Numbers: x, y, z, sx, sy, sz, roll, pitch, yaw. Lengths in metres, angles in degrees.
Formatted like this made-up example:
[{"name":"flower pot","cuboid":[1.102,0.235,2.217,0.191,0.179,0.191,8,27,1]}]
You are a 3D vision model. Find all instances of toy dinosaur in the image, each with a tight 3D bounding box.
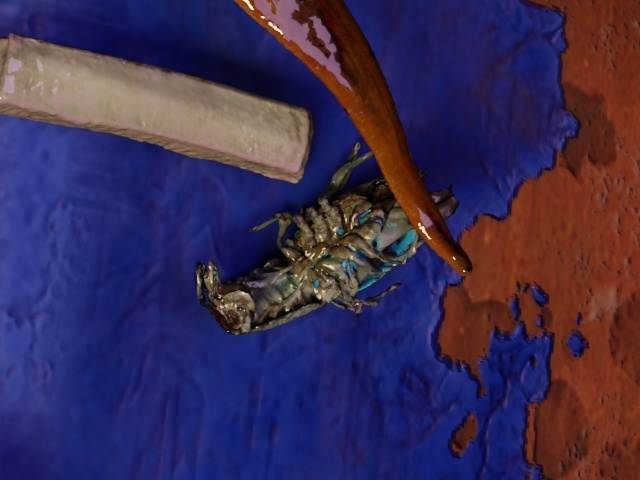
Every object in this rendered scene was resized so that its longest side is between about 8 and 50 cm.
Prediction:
[{"name":"toy dinosaur","cuboid":[-0.061,-0.168,0.983,0.208,0.097,0.432,-16,94,-43]}]

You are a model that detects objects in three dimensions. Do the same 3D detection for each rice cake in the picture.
[{"name":"rice cake","cuboid":[-0.084,-0.068,1.006,0.206,0.036,0.047,10,90,-38]}]

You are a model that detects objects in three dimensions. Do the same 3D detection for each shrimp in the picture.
[{"name":"shrimp","cuboid":[-0.002,0.003,1.065,0.174,0.076,0.082,-28,65,-32]}]
